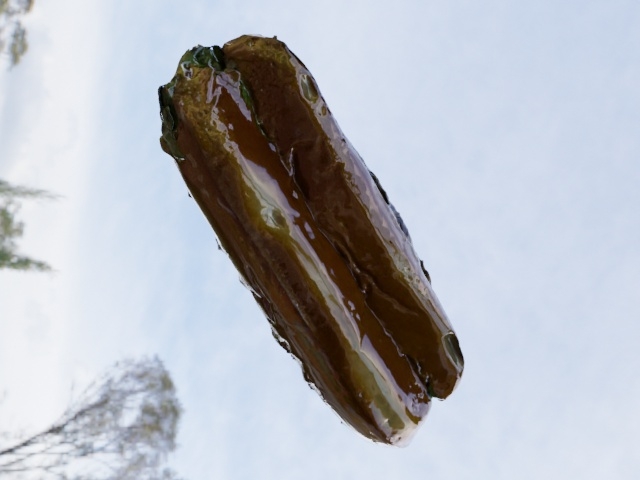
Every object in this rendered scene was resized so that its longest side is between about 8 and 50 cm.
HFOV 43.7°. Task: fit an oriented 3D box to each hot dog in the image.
[{"bbox_3d":[0.000,0.000,0.480,0.269,0.115,0.072,61,-21,-11],"label":"hot dog"}]
